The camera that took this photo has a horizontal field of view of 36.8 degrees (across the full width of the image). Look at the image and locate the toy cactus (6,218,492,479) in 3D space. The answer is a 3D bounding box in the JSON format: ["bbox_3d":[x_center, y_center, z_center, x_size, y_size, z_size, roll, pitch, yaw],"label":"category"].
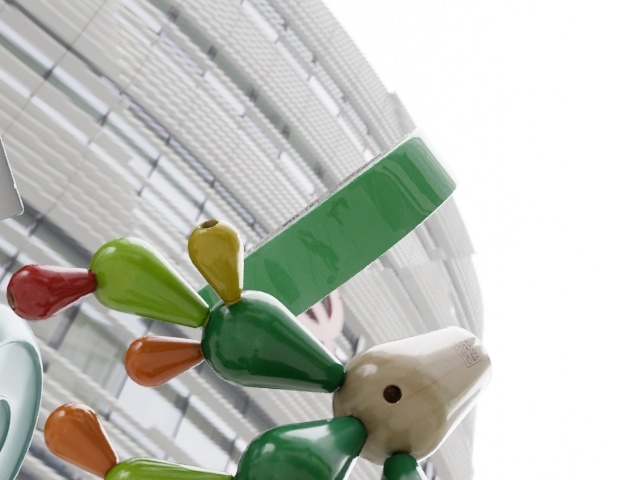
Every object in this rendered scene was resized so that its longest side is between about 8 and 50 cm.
[{"bbox_3d":[0.004,0.067,0.356,0.219,0.180,0.112,41,-52,23],"label":"toy cactus"}]

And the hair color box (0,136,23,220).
[{"bbox_3d":[-0.378,-0.173,0.720,0.113,0.185,0.374,21,-53,58],"label":"hair color box"}]

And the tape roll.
[{"bbox_3d":[0.000,0.000,1.041,0.321,0.321,0.077,-35,-87,35],"label":"tape roll"}]

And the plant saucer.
[{"bbox_3d":[-0.416,0.233,1.160,0.043,0.317,0.318,14,-48,9],"label":"plant saucer"}]
